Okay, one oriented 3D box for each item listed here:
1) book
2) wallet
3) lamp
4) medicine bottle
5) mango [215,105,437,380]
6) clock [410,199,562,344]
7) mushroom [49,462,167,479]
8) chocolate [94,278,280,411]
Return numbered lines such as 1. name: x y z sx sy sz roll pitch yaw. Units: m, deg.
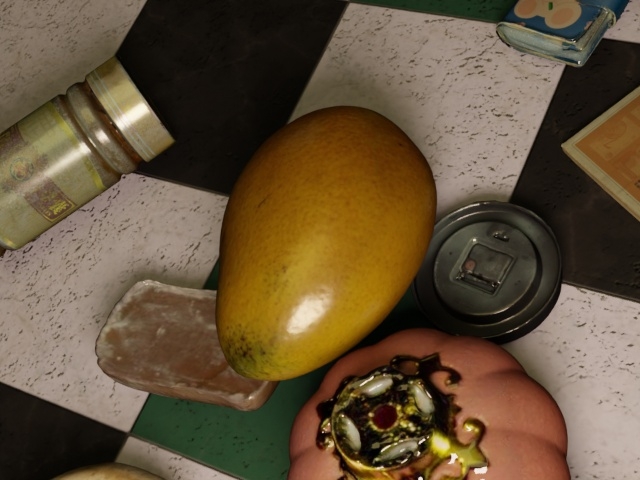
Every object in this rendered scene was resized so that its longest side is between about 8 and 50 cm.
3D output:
1. book: 0.441 -0.135 1.319 0.242 0.018 0.170 -37 55 -3
2. wallet: 0.343 -0.328 1.444 0.141 0.059 0.202 26 72 38
3. lamp: 0.102 0.226 1.112 0.306 0.239 0.305 -12 55 17
4. medicine bottle: -0.380 -0.113 1.549 0.322 0.151 0.151 -34 55 0
5. mango: 0.000 0.000 1.260 0.264 0.221 0.378 -14 37 36
6. clock: 0.200 0.041 1.301 0.185 0.040 0.184 -10 60 17
7. mushroom: -0.256 0.339 1.219 0.254 0.195 0.188 -14 54 10
8. chocolate: -0.152 0.142 1.360 0.254 0.080 0.157 8 51 24
